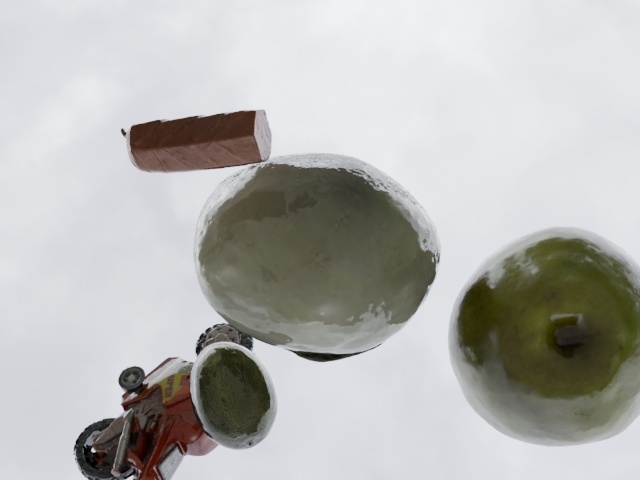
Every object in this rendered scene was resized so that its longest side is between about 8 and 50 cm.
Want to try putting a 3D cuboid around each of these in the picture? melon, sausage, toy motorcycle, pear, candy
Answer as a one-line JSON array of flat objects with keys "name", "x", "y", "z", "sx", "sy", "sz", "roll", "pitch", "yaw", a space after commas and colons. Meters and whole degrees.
[{"name": "melon", "x": -0.101, "y": 0.176, "z": 1.134, "sx": 0.098, "sy": 0.098, "sz": 0.131, "roll": -27, "pitch": -116, "yaw": 5}, {"name": "sausage", "x": -0.140, "y": -0.106, "z": 1.068, "sx": 0.169, "sy": 0.065, "sz": 0.065, "roll": -4, "pitch": -113, "yaw": 16}, {"name": "toy motorcycle", "x": -0.181, "y": 0.225, "z": 1.310, "sx": 0.171, "sy": 0.089, "sz": 0.298, "roll": 34, "pitch": -119, "yaw": 29}, {"name": "pear", "x": 0.269, "y": 0.109, "z": 1.149, "sx": 0.252, "sy": 0.307, "sz": 0.253, "roll": 0, "pitch": -89, "yaw": 2}, {"name": "candy", "x": 0.000, "y": 0.000, "z": 1.148, "sx": 0.295, "sy": 0.185, "sz": 0.295, "roll": 9, "pitch": -130, "yaw": -11}]
